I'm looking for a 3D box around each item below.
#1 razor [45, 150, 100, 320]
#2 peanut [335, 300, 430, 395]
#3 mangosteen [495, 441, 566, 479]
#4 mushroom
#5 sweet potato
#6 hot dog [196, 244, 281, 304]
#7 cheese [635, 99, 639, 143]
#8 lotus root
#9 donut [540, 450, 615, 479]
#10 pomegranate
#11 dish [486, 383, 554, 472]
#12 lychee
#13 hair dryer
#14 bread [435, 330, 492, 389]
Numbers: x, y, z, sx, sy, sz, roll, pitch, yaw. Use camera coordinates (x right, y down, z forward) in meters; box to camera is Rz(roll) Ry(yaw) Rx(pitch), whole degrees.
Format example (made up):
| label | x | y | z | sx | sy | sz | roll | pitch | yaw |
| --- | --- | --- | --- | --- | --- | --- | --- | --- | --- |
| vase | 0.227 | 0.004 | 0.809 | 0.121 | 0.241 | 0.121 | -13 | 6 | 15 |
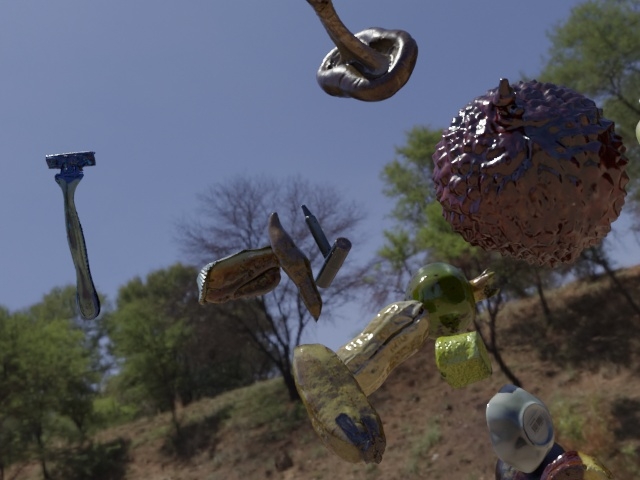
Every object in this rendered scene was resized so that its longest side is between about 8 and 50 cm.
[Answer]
| label | x | y | z | sx | sy | sz | roll | pitch | yaw |
| --- | --- | --- | --- | --- | --- | --- | --- | --- | --- |
| razor | -0.461 | -0.004 | 1.303 | 0.093 | 0.324 | 0.056 | -5 | 6 | 3 |
| peanut | 0.128 | 0.245 | 1.540 | 0.290 | 0.130 | 0.130 | -44 | -23 | 0 |
| mangosteen | 0.567 | 0.584 | 1.664 | 0.289 | 0.231 | 0.231 | -7 | -21 | -12 |
| mushroom | 0.032 | -0.334 | 1.104 | 0.217 | 0.148 | 0.227 | 45 | -15 | -32 |
| sweet potato | -0.054 | 0.059 | 1.521 | 0.067 | 0.273 | 0.067 | -25 | -18 | -9 |
| hot dog | -0.212 | 0.097 | 1.848 | 0.270 | 0.082 | 0.162 | -15 | -46 | -37 |
| cheese | 0.683 | -0.214 | 1.376 | 0.137 | 0.227 | 0.064 | 28 | -51 | -21 |
| lotus root | 0.030 | 0.288 | 1.213 | 0.110 | 0.258 | 0.097 | -9 | -41 | -29 |
| donut | 0.478 | 0.465 | 1.277 | 0.140 | 0.140 | 0.059 | -20 | -3 | 15 |
| pomegranate | 0.324 | 0.135 | 1.748 | 0.246 | 0.198 | 0.198 | -46 | -31 | 17 |
| dish | 0.449 | 0.401 | 1.487 | 0.191 | 0.190 | 0.066 | -1 | -18 | -33 |
| lychee | 0.451 | -0.159 | 1.519 | 0.425 | 0.424 | 0.500 | -22 | -49 | 20 |
| hair dryer | -0.007 | 0.005 | 1.800 | 0.050 | 0.195 | 0.173 | -16 | -31 | -35 |
| bread | 0.334 | 0.275 | 1.622 | 0.114 | 0.111 | 0.129 | -18 | -47 | 23 |
